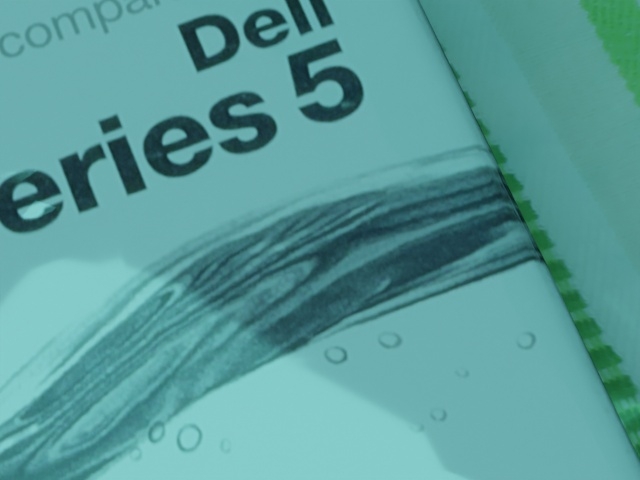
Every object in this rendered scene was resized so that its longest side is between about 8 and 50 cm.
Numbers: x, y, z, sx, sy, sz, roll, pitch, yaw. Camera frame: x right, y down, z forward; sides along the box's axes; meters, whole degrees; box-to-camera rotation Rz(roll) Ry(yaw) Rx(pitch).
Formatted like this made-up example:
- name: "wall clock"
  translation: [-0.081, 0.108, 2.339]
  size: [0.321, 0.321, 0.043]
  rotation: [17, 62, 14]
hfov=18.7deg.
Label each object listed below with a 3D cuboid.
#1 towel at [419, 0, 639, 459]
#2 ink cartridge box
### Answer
- name: "towel"
  translation: [0.000, 0.000, 0.457]
  size: [0.325, 0.038, 0.248]
  rotation: [-24, 69, -8]
- name: "ink cartridge box"
  translation: [-0.048, 0.066, 0.349]
  size: [0.198, 0.115, 0.273]
  rotation: [-21, 70, -7]
